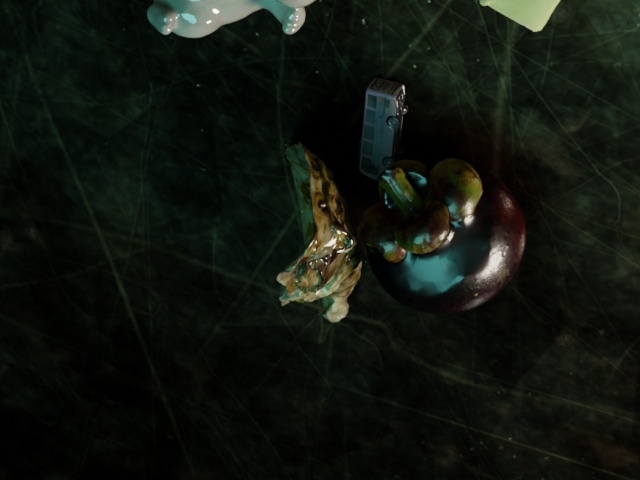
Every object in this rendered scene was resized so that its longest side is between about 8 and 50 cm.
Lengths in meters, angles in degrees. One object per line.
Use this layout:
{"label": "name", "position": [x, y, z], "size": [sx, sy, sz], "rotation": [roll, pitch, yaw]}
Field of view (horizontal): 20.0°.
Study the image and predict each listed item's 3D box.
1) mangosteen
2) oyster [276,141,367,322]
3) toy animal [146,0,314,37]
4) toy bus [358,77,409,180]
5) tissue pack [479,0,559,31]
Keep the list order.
{"label": "mangosteen", "position": [0.137, -0.016, 2.138], "size": [0.194, 0.194, 0.230], "rotation": [-1, 154, 25]}
{"label": "oyster", "position": [0.000, -0.022, 2.204], "size": [0.111, 0.204, 0.396], "rotation": [-2, 170, 3]}
{"label": "toy animal", "position": [-0.062, -0.339, 2.000], "size": [0.325, 0.154, 0.208], "rotation": [-42, 83, 20]}
{"label": "toy bus", "position": [0.074, -0.131, 2.182], "size": [0.052, 0.037, 0.130], "rotation": [16, 131, 14]}
{"label": "tissue pack", "position": [0.223, -0.354, 1.871], "size": [0.159, 0.125, 0.234], "rotation": [31, 134, -2]}
